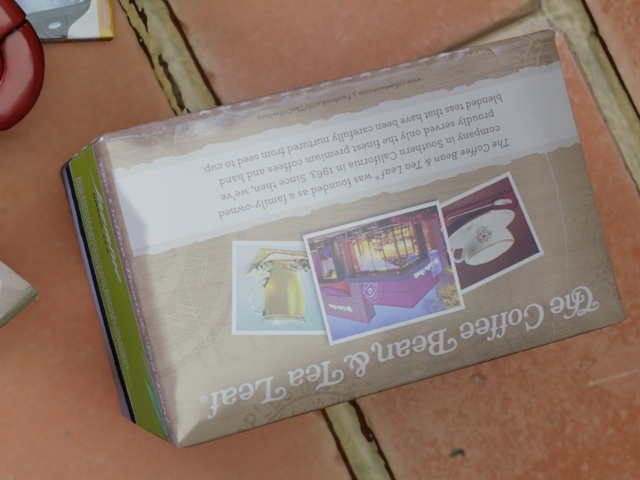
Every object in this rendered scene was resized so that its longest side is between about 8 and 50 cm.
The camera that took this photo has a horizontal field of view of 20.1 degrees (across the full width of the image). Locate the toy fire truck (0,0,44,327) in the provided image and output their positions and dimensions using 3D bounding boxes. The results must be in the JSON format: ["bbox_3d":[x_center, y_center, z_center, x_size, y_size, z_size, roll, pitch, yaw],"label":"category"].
[{"bbox_3d":[-0.280,-0.071,1.353,0.217,0.158,0.246,-40,102,-2],"label":"toy fire truck"}]

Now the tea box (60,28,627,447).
[{"bbox_3d":[0.000,0.000,1.343,0.329,0.323,0.220,-15,92,-14],"label":"tea box"}]

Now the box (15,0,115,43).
[{"bbox_3d":[-0.235,-0.198,1.442,0.136,0.028,0.081,-5,90,-16],"label":"box"}]
